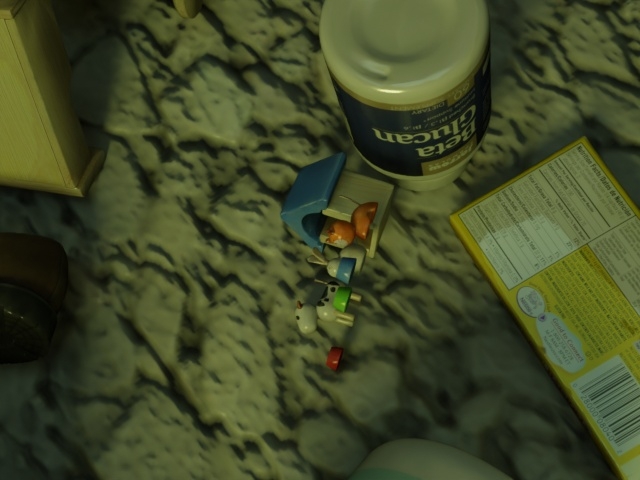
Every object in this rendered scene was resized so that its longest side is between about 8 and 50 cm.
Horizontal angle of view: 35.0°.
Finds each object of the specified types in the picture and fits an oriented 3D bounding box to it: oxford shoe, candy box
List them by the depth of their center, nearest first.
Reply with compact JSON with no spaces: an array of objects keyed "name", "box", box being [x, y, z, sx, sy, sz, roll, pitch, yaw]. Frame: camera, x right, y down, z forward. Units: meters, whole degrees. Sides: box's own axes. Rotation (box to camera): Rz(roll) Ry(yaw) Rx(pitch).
[{"name":"candy box","box":[0.177,0.042,0.632,0.105,0.027,0.206,-29,69,-4]},{"name":"oxford shoe","box":[-0.276,0.027,0.696,0.227,0.083,0.096,3,52,10]}]

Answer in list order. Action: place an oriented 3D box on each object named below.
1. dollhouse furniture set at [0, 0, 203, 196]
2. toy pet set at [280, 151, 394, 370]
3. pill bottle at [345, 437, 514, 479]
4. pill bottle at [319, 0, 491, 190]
[{"name":"dollhouse furniture set","box":[-0.193,-0.177,0.737,0.212,0.161,0.242,9,50,12]},{"name":"toy pet set","box":[0.000,0.000,0.630,0.065,0.122,0.114,17,56,7]},{"name":"pill bottle","box":[0.009,0.232,0.486,0.146,0.146,0.264,33,56,18]},{"name":"pill bottle","box":[0.057,-0.093,0.623,0.094,0.169,0.094,-3,71,9]}]
